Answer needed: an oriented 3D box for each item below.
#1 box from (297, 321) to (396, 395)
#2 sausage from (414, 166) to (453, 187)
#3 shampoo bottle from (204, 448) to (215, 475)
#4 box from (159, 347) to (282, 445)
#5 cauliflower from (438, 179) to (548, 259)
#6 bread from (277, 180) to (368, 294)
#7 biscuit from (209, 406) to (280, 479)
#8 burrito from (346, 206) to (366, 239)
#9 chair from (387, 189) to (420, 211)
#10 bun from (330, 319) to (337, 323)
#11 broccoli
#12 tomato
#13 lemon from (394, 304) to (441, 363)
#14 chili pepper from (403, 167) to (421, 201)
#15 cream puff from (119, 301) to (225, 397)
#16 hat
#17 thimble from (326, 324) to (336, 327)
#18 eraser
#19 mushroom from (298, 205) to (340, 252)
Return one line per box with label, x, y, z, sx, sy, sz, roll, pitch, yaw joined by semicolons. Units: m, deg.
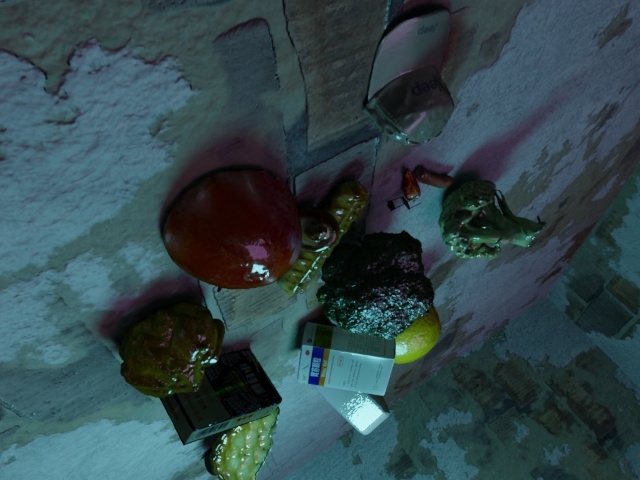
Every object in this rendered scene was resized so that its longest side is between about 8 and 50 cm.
box;0.082;0.391;1.779;0.300;0.106;0.200;8;129;1
sausage;0.317;-0.172;1.512;0.186;0.043;0.043;5;130;-51
shampoo bottle;-0.328;0.854;2.177;0.284;0.101;0.101;3;131;-51
box;-0.282;0.428;1.516;0.310;0.198;0.084;-3;135;-48
cauliflower;0.496;-0.038;1.661;0.327;0.281;0.260;-29;155;-37
bread;0.001;0.000;1.359;0.367;0.084;0.077;-55;-173;29
biscuit;-0.267;0.772;2.064;0.335;0.078;0.329;-46;132;-21
burrito;0.096;-0.056;1.424;0.051;0.042;0.171;-30;147;-15
chair;0.228;-0.102;1.481;0.086;0.037;0.042;-24;144;15
bun;0.130;0.173;1.671;0.239;0.141;0.239;-14;171;-2
broccoli;0.144;0.100;1.457;0.283;0.321;0.303;-68;159;-65
tomato;-0.146;0.003;1.091;0.309;0.170;0.309;-30;152;-18
lemon;0.284;0.298;1.912;0.293;0.293;0.293;-29;150;-18
chili pepper;0.241;-0.153;1.459;0.045;0.027;0.178;-16;154;11
cream puff;-0.339;0.253;1.243;0.244;0.196;0.244;-3;148;-2
hat;0.208;-0.318;1.089;0.214;0.149;0.244;-28;160;-20
thimble;0.025;0.341;1.886;0.095;0.066;0.104;-39;151;6
eraser;0.099;0.571;2.156;0.150;0.331;0.331;-42;151;9
mushroom;-0.018;-0.026;1.262;0.109;0.126;0.085;-40;-160;50
